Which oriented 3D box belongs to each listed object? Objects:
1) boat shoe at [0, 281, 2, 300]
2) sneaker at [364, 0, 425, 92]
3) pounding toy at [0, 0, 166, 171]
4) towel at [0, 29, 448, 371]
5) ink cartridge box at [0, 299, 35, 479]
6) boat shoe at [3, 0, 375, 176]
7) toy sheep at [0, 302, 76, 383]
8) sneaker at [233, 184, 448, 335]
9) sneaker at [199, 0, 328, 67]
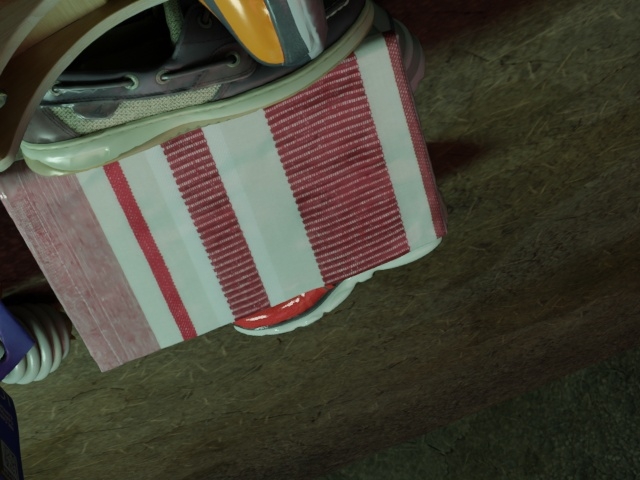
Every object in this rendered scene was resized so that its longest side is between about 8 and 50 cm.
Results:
[{"bbox_3d":[-0.324,0.052,1.382,0.073,0.073,0.207,-19,159,-13],"label":"boat shoe"},{"bbox_3d":[-0.060,-0.124,1.241,0.281,0.105,0.115,-30,139,9],"label":"sneaker"},{"bbox_3d":[-0.202,-0.144,0.876,0.269,0.154,0.155,-25,161,-1],"label":"pounding toy"},{"bbox_3d":[-0.071,-0.031,1.230,0.329,0.037,0.237,-21,135,-2],"label":"towel"},{"bbox_3d":[-0.438,0.173,1.299,0.395,0.151,0.270,-25,134,5],"label":"ink cartridge box"},{"bbox_3d":[-0.097,-0.141,1.106,0.285,0.103,0.092,-23,129,-5],"label":"boat shoe"},{"bbox_3d":[-0.305,0.106,1.530,0.132,0.091,0.091,-33,171,-42],"label":"toy sheep"},{"bbox_3d":[0.000,0.000,1.644,0.279,0.107,0.118,-32,142,13],"label":"sneaker"},{"bbox_3d":[-0.132,-0.194,0.717,0.180,0.124,0.321,-28,116,9],"label":"sneaker"}]
